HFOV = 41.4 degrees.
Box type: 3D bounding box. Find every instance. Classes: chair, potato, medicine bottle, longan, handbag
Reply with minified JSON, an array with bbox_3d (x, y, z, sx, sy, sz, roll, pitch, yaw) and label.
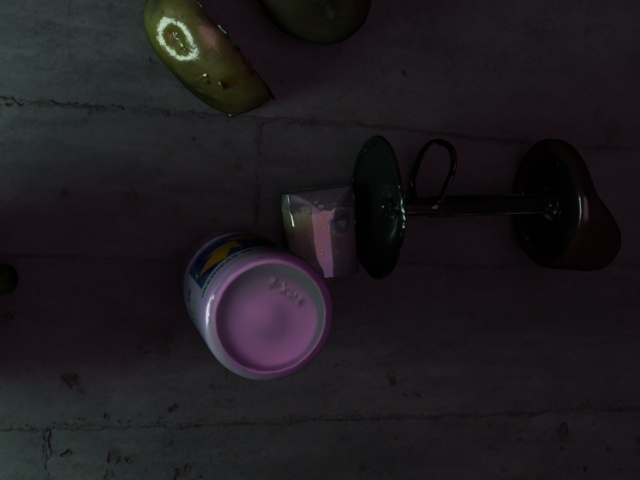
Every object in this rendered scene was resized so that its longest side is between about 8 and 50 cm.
[{"bbox_3d":[0.270,-0.054,1.368,0.401,0.226,0.226,0,99,-17],"label":"chair"},{"bbox_3d":[-0.172,-0.269,1.247,0.098,0.138,0.243,-44,105,-1],"label":"potato"},{"bbox_3d":[-0.105,0.081,1.237,0.178,0.291,0.178,-3,100,-17],"label":"medicine bottle"},{"bbox_3d":[-0.009,-0.381,1.266,0.167,0.167,0.187,-45,108,-6],"label":"longan"},{"bbox_3d":[0.000,0.000,1.367,0.117,0.095,0.173,-7,92,-10],"label":"handbag"}]

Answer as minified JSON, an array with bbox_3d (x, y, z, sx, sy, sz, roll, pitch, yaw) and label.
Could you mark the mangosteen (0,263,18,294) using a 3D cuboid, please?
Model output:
[{"bbox_3d":[-0.556,0.108,1.116,0.360,0.306,0.306,-6,101,-36],"label":"mangosteen"}]
